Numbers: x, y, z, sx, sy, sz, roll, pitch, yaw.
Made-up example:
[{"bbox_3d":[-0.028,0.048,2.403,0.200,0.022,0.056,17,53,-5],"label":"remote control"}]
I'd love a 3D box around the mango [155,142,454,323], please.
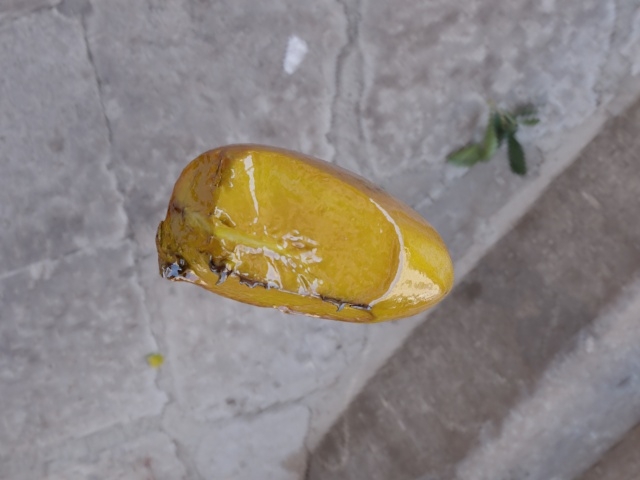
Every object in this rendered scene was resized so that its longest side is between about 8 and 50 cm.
[{"bbox_3d":[0.000,0.000,0.929,0.252,0.154,0.126,14,90,-28],"label":"mango"}]
